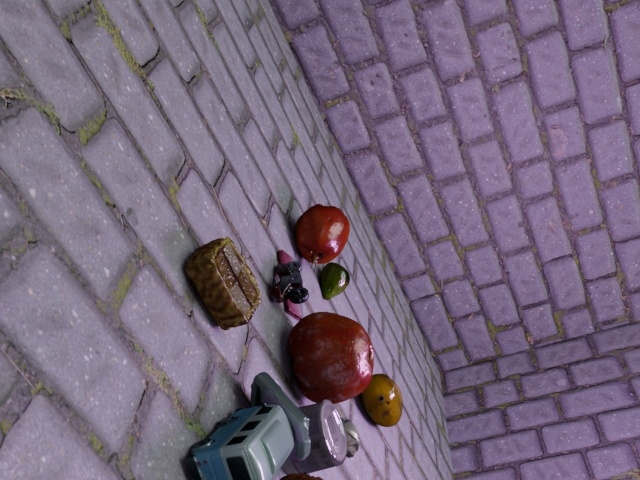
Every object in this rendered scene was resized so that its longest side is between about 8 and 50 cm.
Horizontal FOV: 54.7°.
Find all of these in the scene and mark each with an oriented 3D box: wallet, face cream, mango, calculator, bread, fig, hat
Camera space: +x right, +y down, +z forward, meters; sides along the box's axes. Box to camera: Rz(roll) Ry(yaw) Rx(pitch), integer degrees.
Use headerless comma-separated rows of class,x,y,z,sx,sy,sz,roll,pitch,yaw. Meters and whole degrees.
wallet,-0.101,0.153,2.121,0.119,0.025,0.232,46,30,-58
face cream,-0.026,0.544,1.703,0.177,0.152,0.177,-20,90,-75
mango,0.252,0.663,2.517,0.330,0.175,0.177,81,27,-46
calculator,-0.101,0.429,1.513,0.246,0.045,0.141,40,-47,39
bread,-0.244,0.106,1.569,0.222,0.096,0.181,63,18,-20
fig,0.047,0.172,2.495,0.156,0.123,0.123,-58,140,-19
hat,0.088,0.651,2.121,0.122,0.081,0.166,49,17,-59

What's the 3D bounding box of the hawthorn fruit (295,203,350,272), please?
hawthorn fruit,0.000,0.000,2.342,0.211,0.211,0.299,53,37,-48

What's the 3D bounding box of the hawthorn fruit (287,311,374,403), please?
hawthorn fruit,0.032,0.367,1.933,0.284,0.284,0.284,-19,90,-74

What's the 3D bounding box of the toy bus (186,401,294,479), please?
toy bus,-0.155,0.455,1.344,0.271,0.164,0.133,-24,95,-74

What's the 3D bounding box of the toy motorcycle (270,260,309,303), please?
toy motorcycle,-0.108,0.139,1.996,0.213,0.122,0.082,-107,-166,-56

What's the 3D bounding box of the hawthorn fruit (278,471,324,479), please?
hawthorn fruit,-0.042,0.683,1.465,0.199,0.199,0.251,47,43,-56
